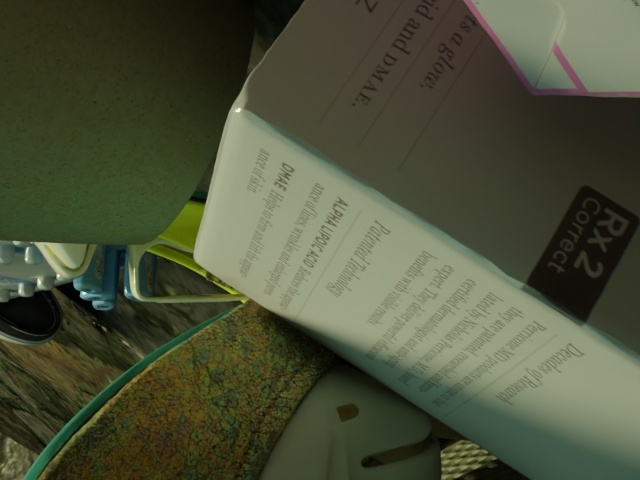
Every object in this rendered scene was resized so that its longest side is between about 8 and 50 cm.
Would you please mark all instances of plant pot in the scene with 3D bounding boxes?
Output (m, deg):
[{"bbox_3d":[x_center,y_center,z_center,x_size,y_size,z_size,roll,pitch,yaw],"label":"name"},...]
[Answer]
[{"bbox_3d":[-0.177,-0.107,0.566,0.274,0.256,0.256,22,164,-22],"label":"plant pot"}]

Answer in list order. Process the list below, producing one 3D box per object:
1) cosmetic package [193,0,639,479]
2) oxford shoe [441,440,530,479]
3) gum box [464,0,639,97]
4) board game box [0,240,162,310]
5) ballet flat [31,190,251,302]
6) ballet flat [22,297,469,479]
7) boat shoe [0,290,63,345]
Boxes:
[{"bbox_3d":[0.075,-0.024,0.460,0.183,0.151,0.151,32,159,2],"label":"cosmetic package"},{"bbox_3d":[0.063,0.176,0.658,0.169,0.130,0.449,-19,178,20],"label":"oxford shoe"},{"bbox_3d":[0.052,-0.135,0.305,0.062,0.107,0.188,8,148,49],"label":"gum box"},{"bbox_3d":[-0.383,0.020,1.016,0.390,0.050,0.390,13,162,-39],"label":"board game box"},{"bbox_3d":[-0.117,-0.007,0.780,0.231,0.077,0.077,17,171,-19],"label":"ballet flat"},{"bbox_3d":[0.021,0.071,0.563,0.123,0.348,0.123,11,112,30],"label":"ballet flat"},{"bbox_3d":[-0.331,0.021,1.270,0.228,0.080,0.076,51,156,-22],"label":"boat shoe"}]
